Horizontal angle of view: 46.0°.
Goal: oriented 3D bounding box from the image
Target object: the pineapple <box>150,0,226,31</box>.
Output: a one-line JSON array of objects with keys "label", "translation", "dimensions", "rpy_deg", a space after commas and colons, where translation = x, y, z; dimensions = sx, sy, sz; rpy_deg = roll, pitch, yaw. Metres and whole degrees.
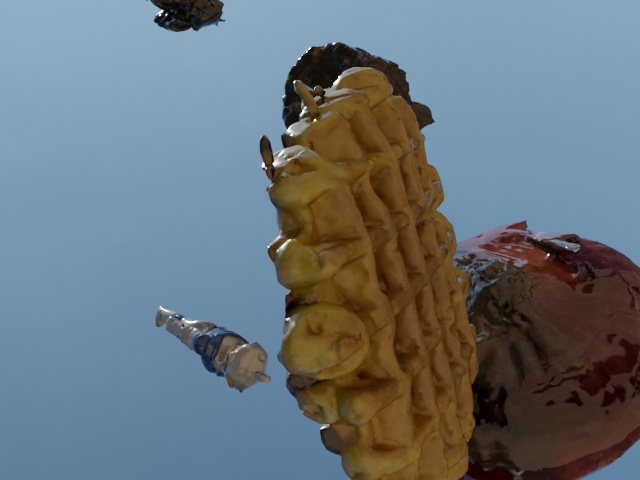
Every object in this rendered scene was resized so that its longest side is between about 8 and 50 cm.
[{"label": "pineapple", "translation": [-0.308, -0.538, 1.509], "dimensions": [0.357, 0.223, 0.222], "rpy_deg": [54, -134, -46]}]

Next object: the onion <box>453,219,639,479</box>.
[{"label": "onion", "translation": [0.223, 0.150, 0.863], "dimensions": [0.347, 0.348, 0.285], "rpy_deg": [-57, -42, -36]}]

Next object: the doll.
[{"label": "doll", "translation": [-0.122, 0.126, 0.882], "dimensions": [0.114, 0.227, 0.057], "rpy_deg": [29, -98, -30]}]

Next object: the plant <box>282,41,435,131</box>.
[{"label": "plant", "translation": [0.084, -0.266, 1.545], "dimensions": [0.312, 0.215, 0.213], "rpy_deg": [5, -95, -52]}]

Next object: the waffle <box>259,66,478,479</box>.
[{"label": "waffle", "translation": [0.050, 0.022, 0.533], "dimensions": [0.329, 0.062, 0.329], "rpy_deg": [39, -135, -54]}]
